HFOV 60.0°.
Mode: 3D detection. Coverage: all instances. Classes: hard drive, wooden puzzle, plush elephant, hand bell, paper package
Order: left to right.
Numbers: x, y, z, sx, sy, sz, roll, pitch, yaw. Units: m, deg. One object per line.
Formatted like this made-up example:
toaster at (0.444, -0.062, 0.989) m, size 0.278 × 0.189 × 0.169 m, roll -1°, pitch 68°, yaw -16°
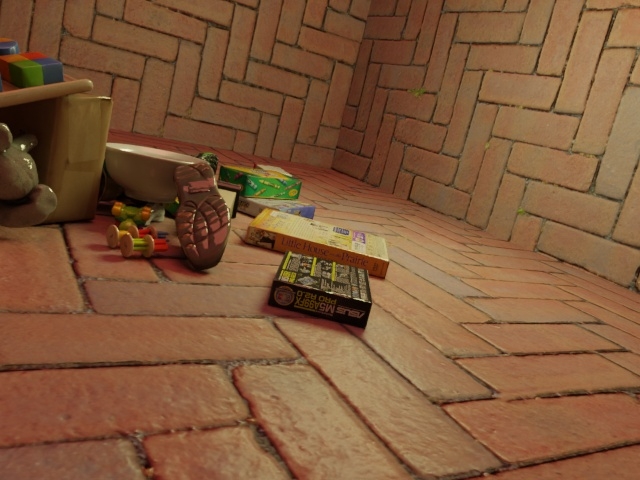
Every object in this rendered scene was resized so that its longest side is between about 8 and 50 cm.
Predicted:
wooden puzzle at (-0.719, -0.358, 1.166) m, size 0.347 × 0.081 × 0.322 m, roll 23°, pitch 34°, yaw 28°
plush elephant at (-0.711, -0.156, 1.166) m, size 0.255 × 0.272 × 0.330 m, roll -11°, pitch 43°, yaw -7°
paper package at (-0.702, -0.236, 1.382) m, size 0.309 × 0.325 × 0.168 m, roll 21°, pitch 15°, yaw 23°
hand bell at (-0.595, -0.143, 1.662) m, size 0.126 × 0.126 × 0.242 m, roll 20°, pitch 3°, yaw 28°
hard drive at (-0.317, -0.135, 1.826) m, size 0.094 × 0.135 × 0.022 m, roll 12°, pitch 46°, yaw -6°

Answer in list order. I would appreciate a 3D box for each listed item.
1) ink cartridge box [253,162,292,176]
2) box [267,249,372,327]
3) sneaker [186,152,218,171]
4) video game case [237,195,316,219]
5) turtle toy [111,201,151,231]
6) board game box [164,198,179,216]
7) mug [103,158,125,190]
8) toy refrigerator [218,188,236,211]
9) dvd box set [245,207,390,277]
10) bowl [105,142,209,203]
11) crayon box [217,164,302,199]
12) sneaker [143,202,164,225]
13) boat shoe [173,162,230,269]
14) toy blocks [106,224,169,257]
ink cartridge box at (-0.221, -0.254, 2.428) m, size 0.128 × 0.128 × 0.176 m, roll 9°, pitch 13°, yaw -24°
box at (0.004, 0.104, 1.278) m, size 0.216 × 0.060 × 0.270 m, roll 13°, pitch 12°, yaw -1°
sneaker at (-0.480, -0.269, 2.134) m, size 0.146 × 0.134 × 0.343 m, roll 17°, pitch -7°, yaw -12°
video game case at (-0.187, -0.128, 2.073) m, size 0.244 × 0.061 × 0.269 m, roll 18°, pitch 13°, yaw 26°
turtle toy at (-0.484, -0.051, 1.409) m, size 0.095 × 0.066 × 0.130 m, roll 10°, pitch 14°, yaw -16°
board game box at (-0.479, -0.140, 1.721) m, size 0.181 × 0.043 × 0.092 m, roll 36°, pitch 15°, yaw 5°
mug at (-0.636, -0.204, 1.768) m, size 0.157 × 0.130 × 0.097 m, roll 22°, pitch 12°, yaw 33°
toy refrigerator at (-0.314, -0.084, 1.657) m, size 0.094 × 0.102 × 0.269 m, roll 12°, pitch 13°, yaw -9°
dvd box set at (0.000, 0.000, 1.718) m, size 0.420 × 0.062 × 0.308 m, roll 14°, pitch 13°, yaw 0°
bowl at (-0.475, -0.185, 1.575) m, size 0.297 × 0.134 × 0.298 m, roll 11°, pitch 9°, yaw -2°
crayon box at (-0.226, -0.217, 2.093) m, size 0.165 × 0.081 × 0.278 m, roll 23°, pitch 16°, yaw 39°
sneaker at (-0.483, -0.079, 1.548) m, size 0.053 × 0.061 × 0.152 m, roll 17°, pitch 14°, yaw 7°
boat shoe at (-0.292, -0.050, 1.386) m, size 0.132 × 0.130 × 0.356 m, roll -7°, pitch 45°, yaw -9°
toy blocks at (-0.404, 0.001, 1.296) m, size 0.123 × 0.054 × 0.148 m, roll 24°, pitch 16°, yaw 40°
